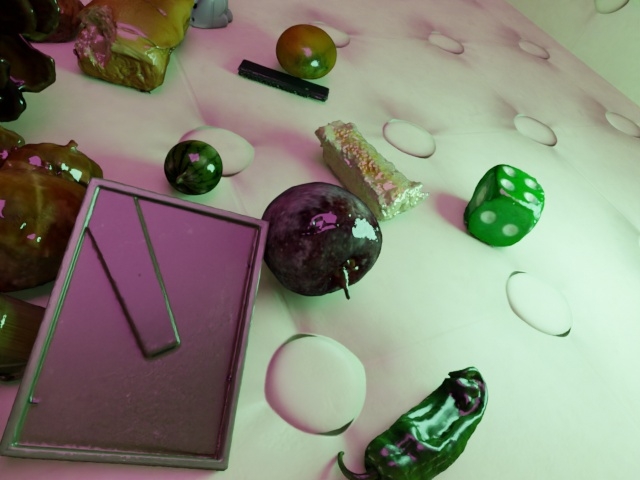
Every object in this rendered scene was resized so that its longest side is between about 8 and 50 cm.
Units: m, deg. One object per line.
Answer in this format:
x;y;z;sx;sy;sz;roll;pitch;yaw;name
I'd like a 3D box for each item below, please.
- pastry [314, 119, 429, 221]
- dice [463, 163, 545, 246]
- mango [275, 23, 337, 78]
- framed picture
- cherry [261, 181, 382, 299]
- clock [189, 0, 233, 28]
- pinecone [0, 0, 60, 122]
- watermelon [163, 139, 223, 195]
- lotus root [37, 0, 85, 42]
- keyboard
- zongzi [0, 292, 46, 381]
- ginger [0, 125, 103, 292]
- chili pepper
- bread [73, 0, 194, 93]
0.089;-0.145;0.892;0.122;0.089;0.258;-25;62;-40;pastry
0.385;-0.072;0.913;0.120;0.131;0.128;28;46;3;dice
-0.038;-0.469;1.084;0.152;0.120;0.221;23;33;3;mango
-0.200;0.096;0.529;0.241;0.020;0.324;13;69;-19;framed picture
-0.007;-0.005;0.681;0.195;0.195;0.195;11;48;-12;cherry
-0.306;-0.714;1.123;0.189;0.253;0.188;14;44;-13;clock
-0.575;-0.334;0.595;0.398;0.397;0.397;11;48;-12;pinecone
-0.223;-0.123;0.753;0.109;0.109;0.108;11;48;-12;watermelon
-0.596;-0.499;0.937;0.160;0.095;0.135;-12;60;-22;lotus root
-0.090;-0.400;1.089;0.231;0.023;0.072;16;40;-8;keyboard
-0.423;0.135;0.491;0.205;0.204;0.094;37;16;-45;zongzi
-0.440;-0.050;0.580;0.358;0.152;0.274;19;28;-6;ginger
0.144;0.257;0.587;0.257;0.074;0.100;-20;58;-38;chili pepper
-0.396;-0.485;0.957;0.195;0.148;0.343;10;49;-12;bread
